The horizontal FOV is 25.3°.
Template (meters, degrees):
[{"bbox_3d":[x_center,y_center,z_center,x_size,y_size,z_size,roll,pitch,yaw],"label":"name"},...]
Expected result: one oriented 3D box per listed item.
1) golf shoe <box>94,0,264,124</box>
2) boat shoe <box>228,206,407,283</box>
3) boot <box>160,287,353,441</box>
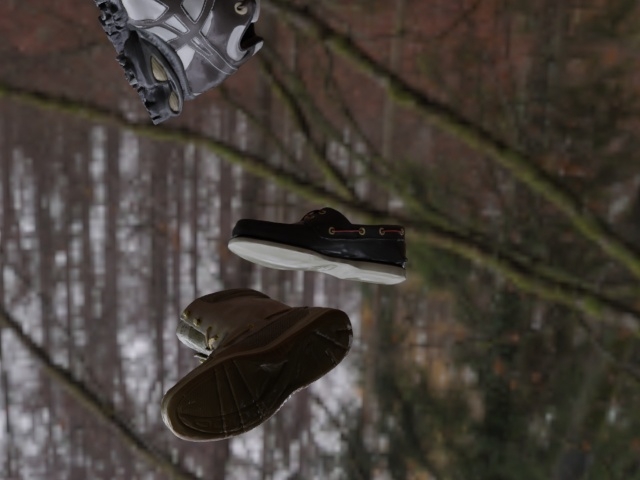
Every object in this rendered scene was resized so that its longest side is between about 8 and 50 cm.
[{"bbox_3d":[-0.083,-0.148,0.779,0.094,0.077,0.198,-25,156,-4],"label":"golf shoe"},{"bbox_3d":[-0.001,0.000,0.945,0.133,0.042,0.049,9,167,-29],"label":"boat shoe"},{"bbox_3d":[-0.096,0.113,1.377,0.213,0.077,0.165,-29,-153,-32],"label":"boot"}]
